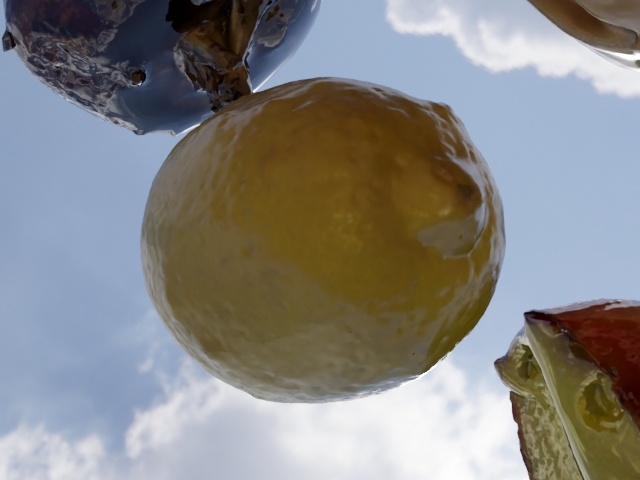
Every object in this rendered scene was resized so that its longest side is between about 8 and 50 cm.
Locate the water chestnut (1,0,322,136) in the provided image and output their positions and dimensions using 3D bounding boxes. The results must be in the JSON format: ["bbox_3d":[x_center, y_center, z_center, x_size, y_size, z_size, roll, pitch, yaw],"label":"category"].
[{"bbox_3d":[-0.143,-0.237,1.366,0.350,0.350,0.302,-15,-120,-37],"label":"water chestnut"}]

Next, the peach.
[{"bbox_3d":[0.272,0.186,1.059,0.338,0.281,0.281,35,-139,-4],"label":"peach"}]

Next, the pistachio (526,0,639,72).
[{"bbox_3d":[0.177,-0.226,0.821,0.187,0.187,0.299,-29,-105,-43],"label":"pistachio"}]

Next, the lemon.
[{"bbox_3d":[0.000,0.000,0.935,0.233,0.288,0.234,13,-108,-43],"label":"lemon"}]
